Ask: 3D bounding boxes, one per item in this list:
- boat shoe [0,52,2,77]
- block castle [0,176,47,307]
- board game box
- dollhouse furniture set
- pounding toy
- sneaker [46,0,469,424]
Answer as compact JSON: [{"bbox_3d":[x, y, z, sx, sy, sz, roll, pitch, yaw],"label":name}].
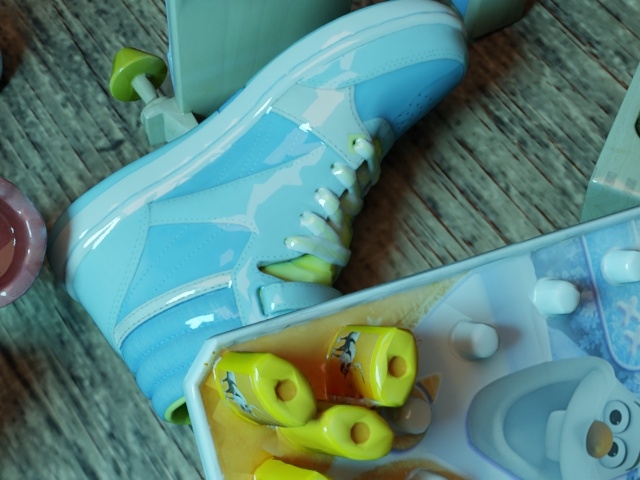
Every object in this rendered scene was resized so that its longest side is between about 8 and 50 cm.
[{"bbox_3d":[-0.373,-0.067,0.783,0.094,0.109,0.302,31,64,36],"label":"boat shoe"},{"bbox_3d":[-0.401,0.069,0.568,0.303,0.213,0.453,46,68,-16],"label":"block castle"},{"bbox_3d":[0.176,0.177,0.437,0.390,0.050,0.390,-15,92,-24],"label":"board game box"},{"bbox_3d":[-0.022,-0.239,0.692,0.303,0.286,0.198,-24,64,-15],"label":"dollhouse furniture set"},{"bbox_3d":[0.224,-0.039,0.645,0.100,0.141,0.130,21,71,17],"label":"pounding toy"},{"bbox_3d":[0.000,0.000,0.674,0.319,0.127,0.208,-36,64,3],"label":"sneaker"}]
